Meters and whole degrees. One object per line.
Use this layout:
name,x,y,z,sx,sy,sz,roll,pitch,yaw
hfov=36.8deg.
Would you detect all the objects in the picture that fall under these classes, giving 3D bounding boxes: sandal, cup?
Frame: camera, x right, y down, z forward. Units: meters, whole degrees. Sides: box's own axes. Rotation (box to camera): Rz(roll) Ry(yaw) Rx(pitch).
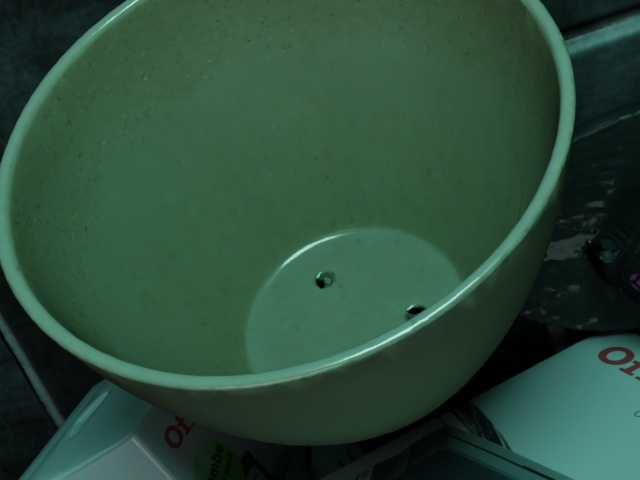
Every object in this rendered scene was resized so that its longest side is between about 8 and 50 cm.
sandal,0.314,-0.020,0.599,0.445,0.107,0.168,-11,113,23
cup,0.000,0.000,0.620,0.331,0.331,0.237,0,144,18

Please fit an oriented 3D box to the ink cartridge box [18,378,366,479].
ink cartridge box,-0.091,0.234,0.814,0.197,0.198,0.270,-33,104,30

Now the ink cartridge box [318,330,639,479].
ink cartridge box,0.138,0.237,0.586,0.394,0.285,0.166,-24,114,-19
